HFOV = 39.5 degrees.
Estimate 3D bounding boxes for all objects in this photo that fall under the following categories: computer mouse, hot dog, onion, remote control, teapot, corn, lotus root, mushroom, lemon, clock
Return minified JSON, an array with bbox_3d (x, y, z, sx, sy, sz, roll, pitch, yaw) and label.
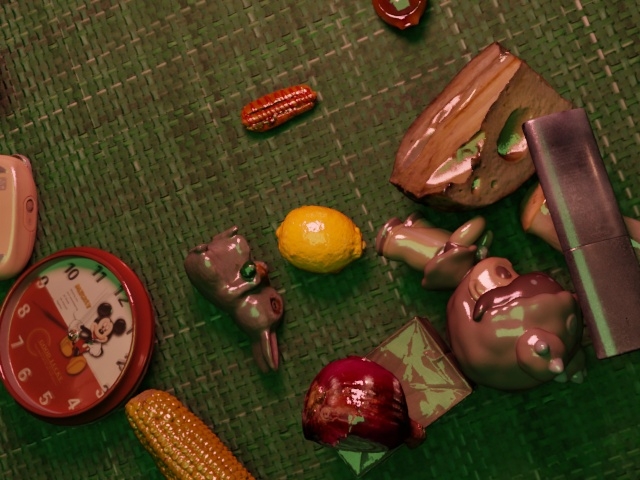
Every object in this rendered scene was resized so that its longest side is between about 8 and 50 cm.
[{"bbox_3d":[-0.591,-0.042,1.631,0.145,0.082,0.237,-4,82,11],"label":"computer mouse"},{"bbox_3d":[-0.073,-0.234,1.573,0.144,0.038,0.062,-20,81,8],"label":"hot dog"},{"bbox_3d":[0.073,0.243,1.306,0.198,0.173,0.135,16,74,-30],"label":"onion"},{"bbox_3d":[0.408,-0.014,1.341,0.107,0.044,0.378,-15,78,-2],"label":"remote control"},{"bbox_3d":[0.136,-0.422,1.530,0.098,0.078,0.129,-15,82,9],"label":"teapot"},{"bbox_3d":[-0.208,0.379,1.503,0.119,0.119,0.322,-45,79,4],"label":"corn"},{"bbox_3d":[0.264,-0.165,1.452,0.314,0.210,0.142,-49,120,-4],"label":"lotus root"},{"bbox_3d":[0.457,0.023,1.406,0.328,0.122,0.159,34,76,13],"label":"mushroom"},{"bbox_3d":[0.000,0.000,1.502,0.155,0.114,0.114,12,87,8],"label":"lemon"},{"bbox_3d":[-0.435,0.169,1.580,0.318,0.080,0.319,-4,77,19],"label":"clock"}]

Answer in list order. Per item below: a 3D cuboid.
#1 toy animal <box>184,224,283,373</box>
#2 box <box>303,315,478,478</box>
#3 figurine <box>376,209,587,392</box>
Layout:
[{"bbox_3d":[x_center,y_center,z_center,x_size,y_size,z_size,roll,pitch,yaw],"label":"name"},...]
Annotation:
[{"bbox_3d":[-0.127,0.105,1.528,0.125,0.127,0.251,-32,94,-5],"label":"toy animal"},{"bbox_3d":[0.118,0.251,1.436,0.231,0.149,0.155,-38,78,7],"label":"box"},{"bbox_3d":[0.251,0.092,1.399,0.380,0.248,0.203,43,97,25],"label":"figurine"}]
